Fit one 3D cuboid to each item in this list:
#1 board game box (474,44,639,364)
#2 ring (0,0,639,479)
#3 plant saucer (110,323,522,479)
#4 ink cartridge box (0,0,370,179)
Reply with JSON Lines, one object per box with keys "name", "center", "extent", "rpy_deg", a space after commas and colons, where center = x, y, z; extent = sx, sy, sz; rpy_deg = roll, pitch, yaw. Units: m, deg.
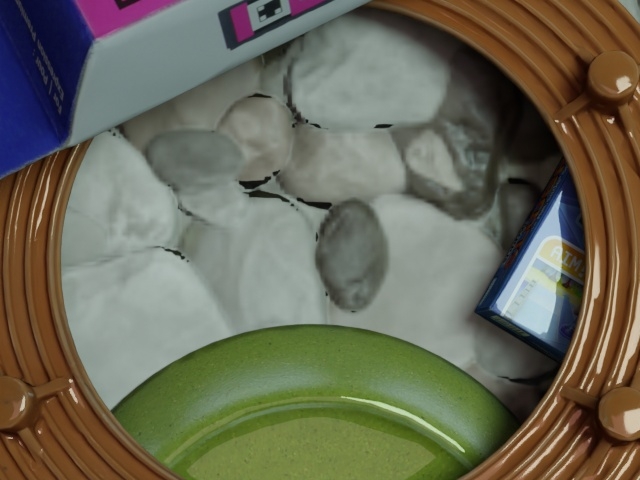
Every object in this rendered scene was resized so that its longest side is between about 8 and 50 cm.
{"name": "board game box", "center": [0.188, 0.025, 0.575], "extent": [0.201, 0.035, 0.136], "rpy_deg": [32, 82, -2]}
{"name": "ring", "center": [0.000, 0.000, 0.531], "extent": [0.336, 0.032, 0.337], "rpy_deg": [-1, 76, 2]}
{"name": "plant saucer", "center": [-0.002, 0.155, 0.544], "extent": [0.240, 0.037, 0.241], "rpy_deg": [1, 85, -6]}
{"name": "ink cartridge box", "center": [-0.030, -0.170, 0.536], "extent": [0.371, 0.069, 0.176], "rpy_deg": [-28, 66, -5]}
